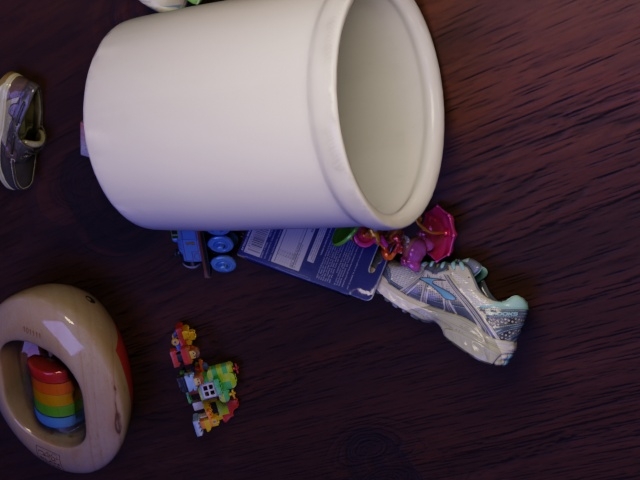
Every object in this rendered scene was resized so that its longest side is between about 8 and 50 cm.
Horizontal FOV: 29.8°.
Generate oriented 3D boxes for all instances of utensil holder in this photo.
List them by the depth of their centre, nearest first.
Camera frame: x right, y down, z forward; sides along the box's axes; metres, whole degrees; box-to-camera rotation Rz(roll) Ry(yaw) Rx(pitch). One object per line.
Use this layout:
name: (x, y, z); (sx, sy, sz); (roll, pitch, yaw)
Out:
utensil holder: (-0.073, -0.172, 1.610); (0.385, 0.327, 0.327); (-1, 123, 29)

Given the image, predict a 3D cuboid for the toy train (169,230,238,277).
toy train: (-0.190, -0.014, 1.948); (0.105, 0.080, 0.184); (0, 142, 2)

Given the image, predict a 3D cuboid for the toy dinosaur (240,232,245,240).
toy dinosaur: (-0.099, -0.035, 1.951); (0.082, 0.047, 0.090); (-32, 138, 32)

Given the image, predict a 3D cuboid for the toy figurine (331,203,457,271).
toy figurine: (0.124, -0.018, 1.761); (0.159, 0.173, 0.130); (38, 161, -17)

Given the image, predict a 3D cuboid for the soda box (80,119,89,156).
soda box: (-0.284, -0.148, 1.885); (0.183, 0.058, 0.063); (17, 126, 14)

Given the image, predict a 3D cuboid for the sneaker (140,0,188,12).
sneaker: (-0.289, -0.400, 1.749); (0.237, 0.085, 0.086); (23, 105, 16)

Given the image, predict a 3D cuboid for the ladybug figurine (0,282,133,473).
ladybug figurine: (-0.479, 0.254, 2.275); (0.305, 0.162, 0.449); (20, 130, 15)

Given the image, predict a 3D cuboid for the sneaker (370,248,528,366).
sneaker: (0.193, 0.072, 1.834); (0.283, 0.110, 0.122); (32, 100, 21)

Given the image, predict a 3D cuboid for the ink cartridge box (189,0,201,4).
ink cartridge box: (-0.173, -0.493, 1.577); (0.211, 0.121, 0.289); (35, 133, -1)

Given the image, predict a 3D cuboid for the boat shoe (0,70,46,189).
boat shoe: (-0.500, -0.174, 2.024); (0.073, 0.080, 0.223); (21, 127, 20)

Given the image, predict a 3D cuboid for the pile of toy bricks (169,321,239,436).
pile of toy bricks: (-0.196, 0.250, 2.172); (0.105, 0.118, 0.212); (-15, 110, 0)

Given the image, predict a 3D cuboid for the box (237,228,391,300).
box: (0.000, 0.000, 1.852); (0.225, 0.136, 0.036); (20, 171, 16)
